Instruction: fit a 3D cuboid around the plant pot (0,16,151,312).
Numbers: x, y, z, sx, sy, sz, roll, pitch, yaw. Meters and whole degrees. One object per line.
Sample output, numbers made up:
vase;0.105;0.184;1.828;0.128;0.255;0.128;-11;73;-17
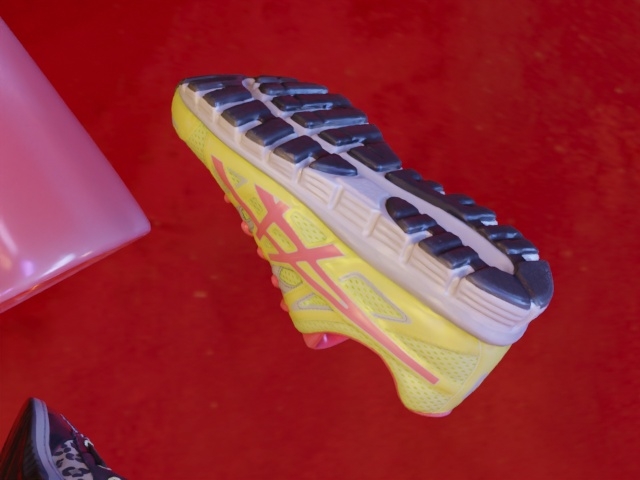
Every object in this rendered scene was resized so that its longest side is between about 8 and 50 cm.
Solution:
plant pot;-0.274;-0.051;1.072;0.275;0.275;0.243;-26;92;22

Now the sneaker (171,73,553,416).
sneaker;0.000;0.000;0.774;0.208;0.081;0.094;41;123;30

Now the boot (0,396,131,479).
boot;-0.129;0.195;1.210;0.085;0.178;0.236;-66;21;9
